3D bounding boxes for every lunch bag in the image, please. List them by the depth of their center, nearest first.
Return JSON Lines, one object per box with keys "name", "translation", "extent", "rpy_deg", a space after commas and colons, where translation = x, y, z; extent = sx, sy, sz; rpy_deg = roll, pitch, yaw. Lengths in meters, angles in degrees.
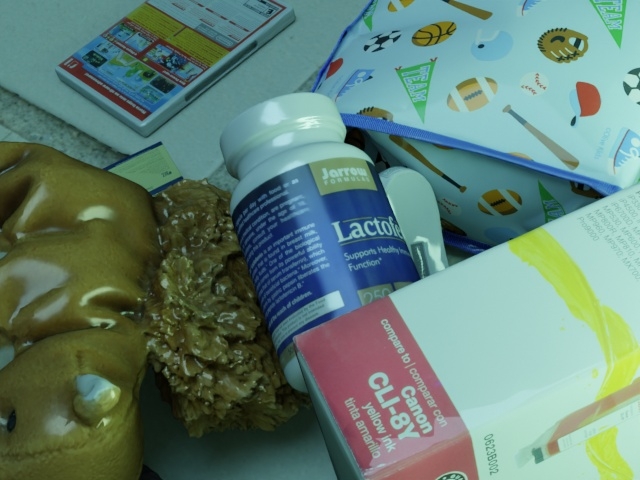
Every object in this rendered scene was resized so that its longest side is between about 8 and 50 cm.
{"name": "lunch bag", "translation": [0.195, -0.161, 1.341], "extent": [0.386, 0.239, 0.327], "rpy_deg": [19, 59, 18]}

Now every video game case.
{"name": "video game case", "translation": [-0.203, -0.276, 1.669], "extent": [0.285, 0.025, 0.204], "rpy_deg": [-41, 54, -21]}

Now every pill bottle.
{"name": "pill bottle", "translation": [0.000, 0.000, 1.149], "extent": [0.153, 0.153, 0.264], "rpy_deg": [-20, 70, -3]}

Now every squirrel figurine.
{"name": "squirrel figurine", "translation": [-0.197, 0.095, 1.153], "extent": [0.397, 0.281, 0.370], "rpy_deg": [-6, 32, -14]}

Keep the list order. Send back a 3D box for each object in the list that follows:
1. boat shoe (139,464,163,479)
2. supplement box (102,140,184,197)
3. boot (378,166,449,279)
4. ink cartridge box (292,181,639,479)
{"name": "boat shoe", "translation": [-0.262, 0.316, 1.142], "extent": [0.285, 0.102, 0.092], "rpy_deg": [-32, 46, -19]}
{"name": "supplement box", "translation": [-0.212, -0.063, 1.471], "extent": [0.083, 0.056, 0.083], "rpy_deg": [-27, 50, -10]}
{"name": "boot", "translation": [0.076, 0.057, 1.260], "extent": [0.095, 0.123, 0.258], "rpy_deg": [-4, 85, -31]}
{"name": "ink cartridge box", "translation": [0.199, 0.136, 1.056], "extent": [0.385, 0.279, 0.160], "rpy_deg": [-24, 50, -7]}
